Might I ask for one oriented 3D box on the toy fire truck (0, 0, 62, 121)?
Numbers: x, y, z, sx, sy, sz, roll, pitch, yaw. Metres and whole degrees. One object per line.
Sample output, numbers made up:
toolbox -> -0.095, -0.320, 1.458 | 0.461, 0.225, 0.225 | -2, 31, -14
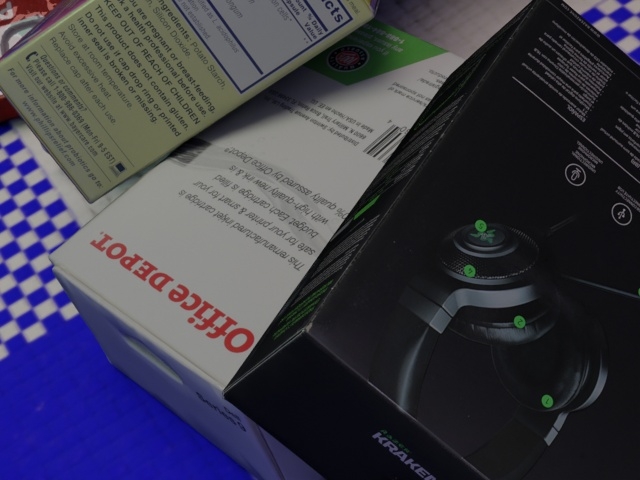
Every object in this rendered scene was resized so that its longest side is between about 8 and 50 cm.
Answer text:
toy fire truck -> -0.240, -0.224, 1.392 | 0.302, 0.169, 0.254 | -16, 69, 7

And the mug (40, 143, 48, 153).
mug -> -0.170, -0.086, 1.284 | 0.064, 0.062, 0.078 | 32, 71, 31

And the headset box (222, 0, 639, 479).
headset box -> 0.123, 0.054, 0.901 | 0.246, 0.131, 0.283 | 38, 61, -6

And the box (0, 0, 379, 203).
box -> -0.082, -0.167, 1.164 | 0.243, 0.117, 0.213 | -31, 15, 18

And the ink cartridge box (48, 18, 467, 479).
ink cartridge box -> 0.000, 0.000, 1.091 | 0.289, 0.121, 0.211 | -41, 47, -19
